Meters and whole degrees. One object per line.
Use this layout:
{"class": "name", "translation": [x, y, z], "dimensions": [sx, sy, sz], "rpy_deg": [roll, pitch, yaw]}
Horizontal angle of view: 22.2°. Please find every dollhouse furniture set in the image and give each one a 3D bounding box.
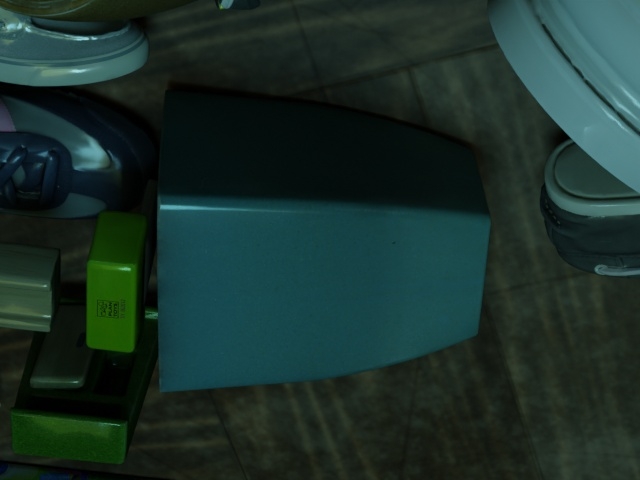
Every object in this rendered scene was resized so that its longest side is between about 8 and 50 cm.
{"class": "dollhouse furniture set", "translation": [-0.274, 0.031, 1.205], "dimensions": [0.302, 0.151, 0.197], "rpy_deg": [6, 124, 0]}

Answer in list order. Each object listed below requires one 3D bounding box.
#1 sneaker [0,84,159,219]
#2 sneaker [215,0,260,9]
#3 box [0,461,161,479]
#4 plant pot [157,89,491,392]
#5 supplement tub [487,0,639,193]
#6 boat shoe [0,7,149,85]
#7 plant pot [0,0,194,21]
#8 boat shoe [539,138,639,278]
{"class": "sneaker", "translation": [-0.284, -0.054, 1.207], "dimensions": [0.319, 0.131, 0.112], "rpy_deg": [9, 122, 1]}
{"class": "sneaker", "translation": [-0.049, -0.201, 1.154], "dimensions": [0.035, 0.031, 0.083], "rpy_deg": [8, 120, -28]}
{"class": "box", "translation": [-0.284, 0.342, 1.360], "dimensions": [0.279, 0.290, 0.177], "rpy_deg": [7, 123, 3]}
{"class": "plant pot", "translation": [0.000, 0.000, 1.195], "dimensions": [0.234, 0.165, 0.165], "rpy_deg": [1, 122, -3]}
{"class": "supplement tub", "translation": [0.283, -0.195, 0.995], "dimensions": [0.235, 0.235, 0.325], "rpy_deg": [37, 119, -16]}
{"class": "boat shoe", "translation": [-0.235, -0.167, 1.162], "dimensions": [0.228, 0.079, 0.081], "rpy_deg": [9, 127, 5]}
{"class": "plant pot", "translation": [-0.133, -0.230, 0.992], "dimensions": [0.237, 0.254, 0.237], "rpy_deg": [4, 115, 9]}
{"class": "boat shoe", "translation": [0.329, -0.026, 1.179], "dimensions": [0.335, 0.112, 0.095], "rpy_deg": [1, 139, 13]}
